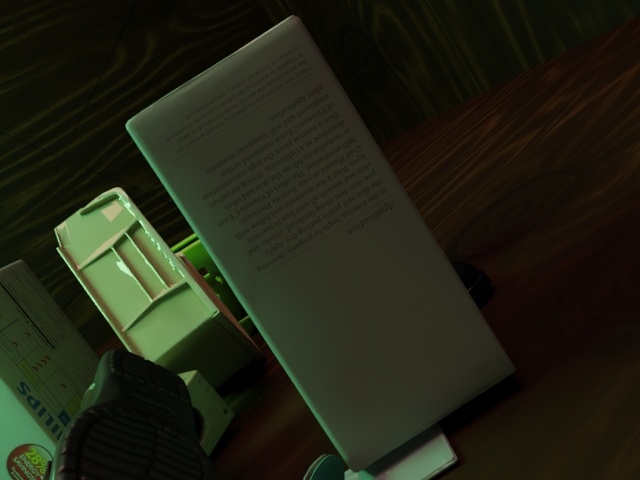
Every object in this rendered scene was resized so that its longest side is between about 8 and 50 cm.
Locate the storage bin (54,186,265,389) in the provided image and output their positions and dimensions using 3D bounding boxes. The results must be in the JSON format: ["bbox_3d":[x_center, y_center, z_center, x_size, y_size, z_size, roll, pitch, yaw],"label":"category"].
[{"bbox_3d":[-0.232,0.084,1.042,0.123,0.260,0.262,-39,-22,-7],"label":"storage bin"}]

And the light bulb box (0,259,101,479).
[{"bbox_3d":[-0.573,0.261,1.257,0.225,0.358,0.361,-35,8,3],"label":"light bulb box"}]

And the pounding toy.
[{"bbox_3d":[-0.192,0.262,0.833,0.181,0.094,0.206,-19,26,39],"label":"pounding toy"}]

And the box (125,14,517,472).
[{"bbox_3d":[0.000,0.000,0.673,0.168,0.345,0.215,-32,5,0],"label":"box"}]

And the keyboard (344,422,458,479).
[{"bbox_3d":[-0.003,0.232,0.583,0.256,0.014,0.072,-33,15,2],"label":"keyboard"}]

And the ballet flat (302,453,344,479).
[{"bbox_3d":[-0.011,0.217,0.545,0.041,0.041,0.114,-28,25,29],"label":"ballet flat"}]

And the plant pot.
[{"bbox_3d":[-0.244,0.115,1.363,0.228,0.207,0.227,-33,9,4],"label":"plant pot"}]

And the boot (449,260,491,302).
[{"bbox_3d":[0.056,0.017,0.865,0.246,0.207,0.094,-24,13,42],"label":"boot"}]

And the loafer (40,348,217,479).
[{"bbox_3d":[-0.179,0.217,0.634,0.130,0.134,0.366,-62,11,3],"label":"loafer"}]
